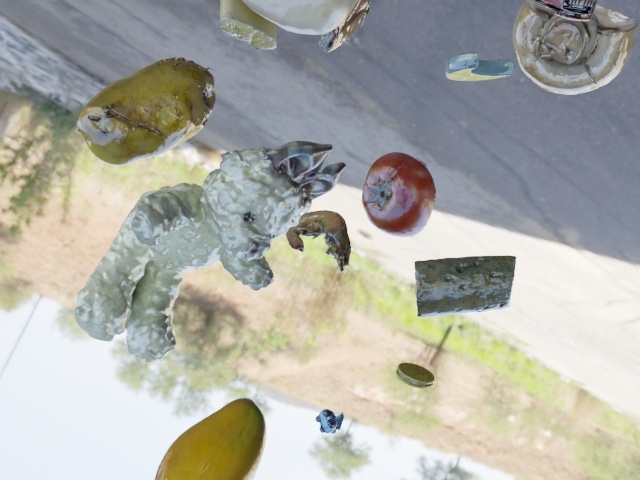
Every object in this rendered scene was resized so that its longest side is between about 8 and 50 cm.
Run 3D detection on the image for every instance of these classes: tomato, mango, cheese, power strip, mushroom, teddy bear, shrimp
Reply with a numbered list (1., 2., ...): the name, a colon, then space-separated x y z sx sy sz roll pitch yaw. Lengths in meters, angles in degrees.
1. tomato: 0.178 -0.113 1.887 0.085 0.224 0.225 -10 -160 -42
2. mango: -0.204 0.419 1.422 0.177 0.317 0.119 13 132 28
3. cheese: -0.010 -0.425 1.178 0.328 0.129 0.351 -10 -137 -47
4. power strip: 0.394 -0.435 1.899 0.137 0.044 0.216 -3 -178 41
5. mushroom: 0.532 -0.404 1.615 0.254 0.188 0.195 15 -147 21
6. teddy bear: -0.168 0.018 1.262 0.362 0.375 0.327 2 156 31
7. shrimp: 0.000 0.002 1.688 0.144 0.052 0.251 -13 -151 -6

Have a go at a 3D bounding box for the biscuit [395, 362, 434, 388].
1. biscuit: 0.202 0.287 1.603 0.084 0.023 0.084 17 -166 -4

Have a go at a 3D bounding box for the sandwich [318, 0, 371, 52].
1. sandwich: 0.081 -0.668 2.133 0.063 0.212 0.245 30 133 12

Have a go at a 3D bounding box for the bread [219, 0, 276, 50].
1. bread: -0.149 -0.491 1.543 0.140 0.178 0.060 19 152 -41

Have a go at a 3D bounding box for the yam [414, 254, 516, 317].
1. yam: 0.270 0.082 1.391 0.194 0.107 0.107 -5 169 5

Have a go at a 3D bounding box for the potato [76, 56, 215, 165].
1. potato: -0.334 -0.261 1.519 0.173 0.300 0.140 53 151 5

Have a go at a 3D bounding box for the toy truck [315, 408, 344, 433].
1. toy truck: 0.036 0.550 2.299 0.090 0.056 0.073 11 -134 -45

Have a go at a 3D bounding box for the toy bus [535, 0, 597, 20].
1. toy bus: 0.335 -0.398 0.932 0.074 0.234 0.096 2 -150 -28
